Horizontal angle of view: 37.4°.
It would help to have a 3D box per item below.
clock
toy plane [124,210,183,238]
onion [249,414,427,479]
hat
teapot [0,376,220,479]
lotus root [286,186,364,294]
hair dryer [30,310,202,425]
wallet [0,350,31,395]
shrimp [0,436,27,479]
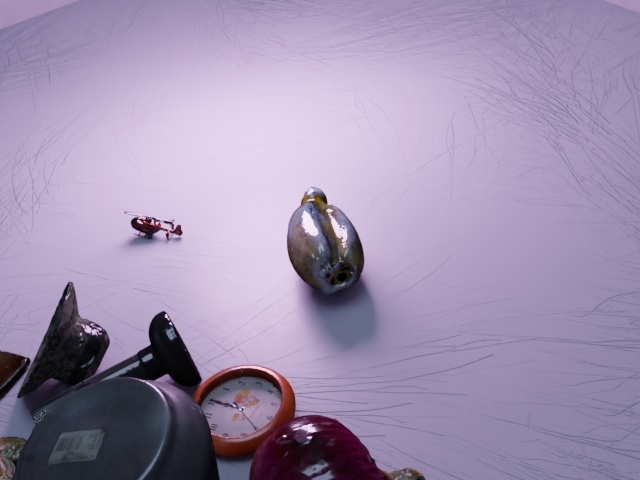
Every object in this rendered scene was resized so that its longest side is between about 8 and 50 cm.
[{"bbox_3d":[-0.146,0.314,1.753,0.205,0.051,0.205,-6,39,5],"label":"clock"},{"bbox_3d":[-0.396,-0.035,2.253,0.145,0.060,0.037,15,41,6],"label":"toy plane"},{"bbox_3d":[-0.001,0.387,1.491,0.256,0.230,0.272,22,54,35],"label":"onion"},{"bbox_3d":[-0.493,0.216,1.878,0.128,0.266,0.266,24,37,-11],"label":"hat"},{"bbox_3d":[-0.290,0.413,1.410,0.375,0.362,0.306,-9,40,19],"label":"teapot"},{"bbox_3d":[0.000,0.000,2.062,0.158,0.140,0.322,2,30,-13],"label":"lotus root"},{"bbox_3d":[-0.343,0.331,1.772,0.320,0.156,0.284,-36,64,-13],"label":"hair dryer"},{"bbox_3d":[-0.725,0.263,1.960,0.232,0.031,0.122,11,38,22],"label":"wallet"},{"bbox_3d":[-0.560,0.420,1.724,0.099,0.041,0.180,-10,33,-26],"label":"shrimp"}]
